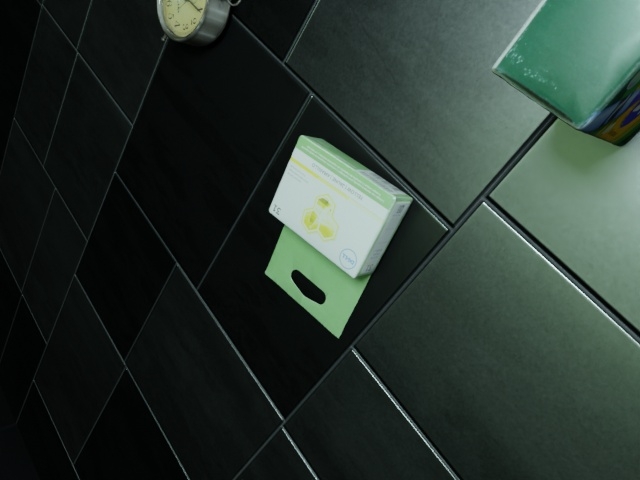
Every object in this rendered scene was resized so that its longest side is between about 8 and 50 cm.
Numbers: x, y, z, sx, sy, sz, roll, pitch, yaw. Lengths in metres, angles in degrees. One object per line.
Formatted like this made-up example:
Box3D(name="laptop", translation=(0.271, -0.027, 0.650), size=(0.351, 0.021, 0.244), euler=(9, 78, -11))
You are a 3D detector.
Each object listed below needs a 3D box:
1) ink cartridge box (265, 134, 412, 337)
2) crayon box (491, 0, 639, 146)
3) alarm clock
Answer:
Box3D(name="ink cartridge box", translation=(0.000, 0.000, 0.682), size=(0.171, 0.056, 0.235), euler=(38, 115, 28))
Box3D(name="crayon box", translation=(0.282, -0.220, 0.335), size=(0.083, 0.203, 0.323), euler=(47, 121, 24))
Box3D(name="alarm clock", translation=(-0.183, -0.375, 0.776), size=(0.192, 0.064, 0.129), euler=(11, 102, 39))
